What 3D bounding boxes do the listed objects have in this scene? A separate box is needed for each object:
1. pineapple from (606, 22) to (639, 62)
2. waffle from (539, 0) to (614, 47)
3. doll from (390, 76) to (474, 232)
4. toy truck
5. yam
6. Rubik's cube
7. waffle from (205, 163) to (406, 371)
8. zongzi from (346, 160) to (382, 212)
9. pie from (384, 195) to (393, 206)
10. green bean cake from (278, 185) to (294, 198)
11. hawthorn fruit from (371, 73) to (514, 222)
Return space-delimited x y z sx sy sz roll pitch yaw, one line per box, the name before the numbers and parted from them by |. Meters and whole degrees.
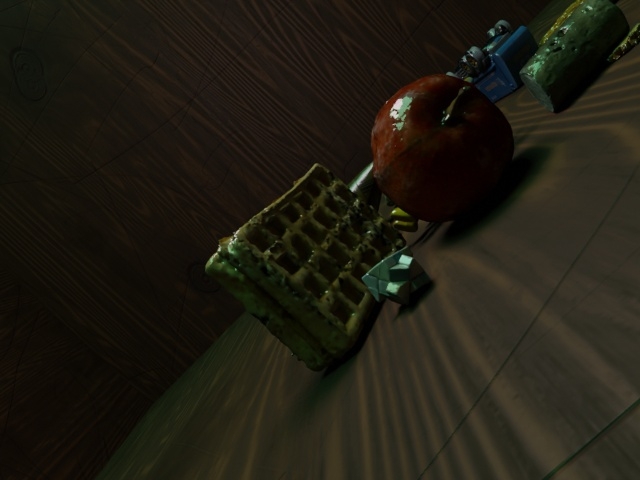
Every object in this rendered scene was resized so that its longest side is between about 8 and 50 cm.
pineapple | 0.514 -0.332 0.953 0.083 0.019 0.045 -47 -2 -3
waffle | 0.671 -0.579 1.500 0.219 0.057 0.229 -47 5 -5
doll | 0.227 -0.162 1.122 0.103 0.145 0.316 14 71 44
toy truck | 0.505 -0.514 1.709 0.146 0.175 0.367 -45 4 -2
yam | 0.439 -0.323 1.018 0.194 0.107 0.107 -47 4 -1
Rubik's cube | 0.114 0.058 0.831 0.075 0.073 0.084 -29 -8 -26
waffle | -0.007 0.024 1.014 0.114 0.261 0.376 -50 1 34
zongzi | 0.078 -0.066 1.524 0.286 0.139 0.299 -53 -10 -51
pie | 0.231 -0.209 1.700 0.240 0.054 0.240 7 -90 -70
green bean cake | 0.000 0.000 1.274 0.132 0.255 0.241 -54 0 27
hawthorn fruit | 0.192 -0.161 0.908 0.242 0.242 0.271 -47 -10 -10
